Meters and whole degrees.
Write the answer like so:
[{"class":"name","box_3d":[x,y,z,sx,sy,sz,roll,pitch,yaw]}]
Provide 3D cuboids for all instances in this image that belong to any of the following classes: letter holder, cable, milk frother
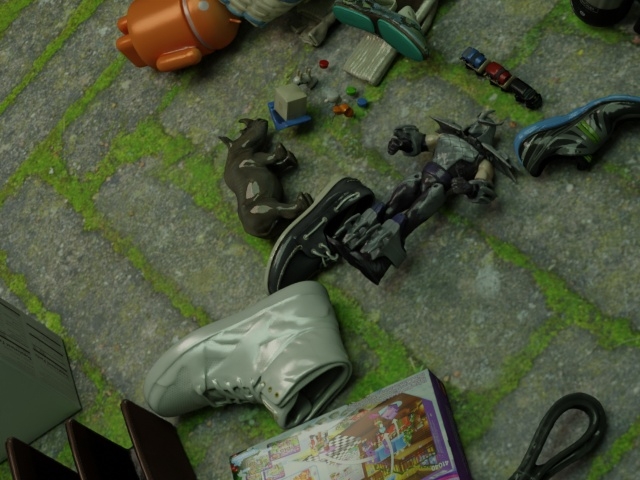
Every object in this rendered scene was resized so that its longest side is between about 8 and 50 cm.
[{"class":"letter holder","box_3d":[-0.254,0.351,1.622,0.152,0.214,0.302,-37,50,8]},{"class":"cable","box_3d":[0.221,0.295,1.458,0.140,0.072,0.287,22,66,11]},{"class":"milk frother","box_3d":[0.411,-0.358,1.687,0.129,0.135,0.143,27,81,8]}]

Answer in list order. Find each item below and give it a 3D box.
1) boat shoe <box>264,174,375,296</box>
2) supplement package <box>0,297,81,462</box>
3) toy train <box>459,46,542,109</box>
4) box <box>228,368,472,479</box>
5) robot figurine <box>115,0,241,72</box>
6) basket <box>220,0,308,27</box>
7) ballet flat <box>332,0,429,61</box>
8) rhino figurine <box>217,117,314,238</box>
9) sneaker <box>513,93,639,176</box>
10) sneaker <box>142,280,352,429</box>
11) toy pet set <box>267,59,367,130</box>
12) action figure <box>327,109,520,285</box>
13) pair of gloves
[{"class":"boat shoe","box_3d":[0.000,0.000,1.768,0.065,0.075,0.206,25,73,42]},{"class":"supplement package","box_3d":[-0.523,0.223,1.869,0.262,0.204,0.145,-34,50,10]},{"class":"toy train","box_3d":[0.245,-0.228,1.775,0.027,0.036,0.158,-47,49,-1]},{"class":"box","box_3d":[0.038,0.306,1.573,0.293,0.057,0.201,-26,52,16]},{"class":"robot figurine","box_3d":[-0.224,-0.354,2.078,0.219,0.128,0.158,-16,18,23]},{"class":"basket","box_3d":[-0.053,-0.479,1.934,0.201,0.289,0.254,32,61,-3]},{"class":"ballet flat","box_3d":[0.100,-0.322,1.864,0.188,0.070,0.070,35,84,31]},{"class":"rhino figurine","box_3d":[-0.090,-0.100,1.883,0.106,0.073,0.243,-30,50,9]},{"class":"sneaker","box_3d":[0.344,-0.133,1.652,0.188,0.067,0.078,-22,75,17]},{"class":"sneaker","box_3d":[-0.098,0.189,1.694,0.293,0.108,0.169,-32,48,10]},{"class":"toy pet set","box_3d":[-0.010,-0.199,1.917,0.114,0.065,0.122,-20,48,-24]},{"class":"action figure","box_3d":[0.141,-0.070,1.709,0.285,0.099,0.185,-47,41,-6]},{"class":"pair of gloves","box_3d":[0.068,-0.359,1.960,0.204,0.042,0.240,-47,49,-1]}]
